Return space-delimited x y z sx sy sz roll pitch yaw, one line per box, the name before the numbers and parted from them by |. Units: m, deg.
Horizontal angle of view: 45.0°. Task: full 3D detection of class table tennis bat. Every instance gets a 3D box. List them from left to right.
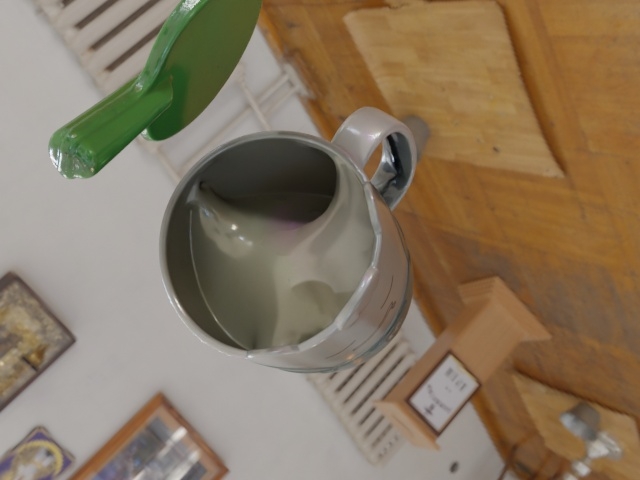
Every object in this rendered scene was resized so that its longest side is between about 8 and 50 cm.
table tennis bat | -0.118 -0.127 0.606 0.039 0.257 0.160 32 137 4

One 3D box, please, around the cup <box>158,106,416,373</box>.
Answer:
cup | 0.000 0.000 0.802 0.219 0.290 0.257 33 177 22
